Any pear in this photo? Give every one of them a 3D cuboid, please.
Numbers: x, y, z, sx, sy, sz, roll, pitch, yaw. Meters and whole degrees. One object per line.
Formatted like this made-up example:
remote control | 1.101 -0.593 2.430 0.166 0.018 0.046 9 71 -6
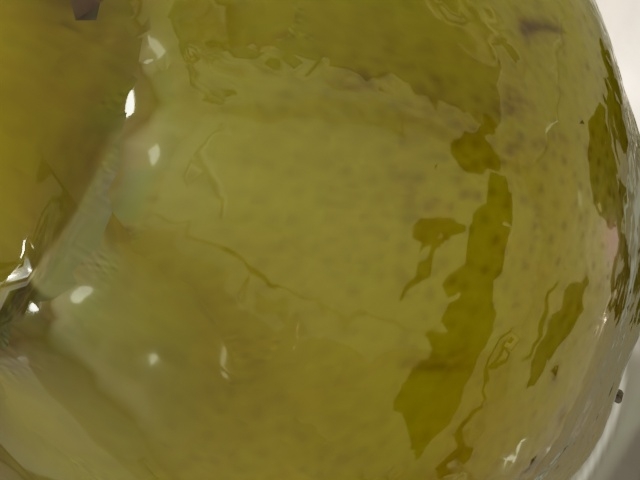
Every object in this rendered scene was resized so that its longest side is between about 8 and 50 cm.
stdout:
pear | 0.003 -0.010 0.478 0.285 0.336 0.285 177 90 -65
